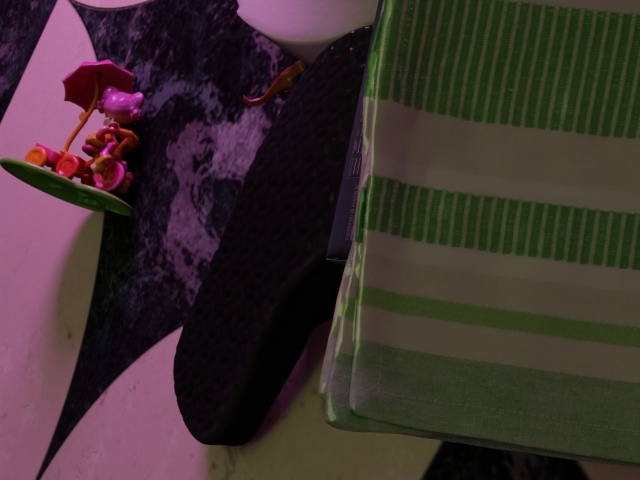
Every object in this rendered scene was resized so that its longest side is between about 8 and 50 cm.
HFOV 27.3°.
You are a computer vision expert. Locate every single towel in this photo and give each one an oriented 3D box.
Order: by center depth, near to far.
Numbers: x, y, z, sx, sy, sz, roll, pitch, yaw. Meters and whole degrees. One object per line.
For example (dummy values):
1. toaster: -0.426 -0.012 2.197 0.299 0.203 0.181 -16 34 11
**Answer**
1. towel: 0.139 -0.032 0.813 0.248 0.038 0.325 6 79 7

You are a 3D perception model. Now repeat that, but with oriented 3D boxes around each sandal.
1. sandal: -0.001 -0.001 1.118 0.446 0.107 0.167 -58 40 36

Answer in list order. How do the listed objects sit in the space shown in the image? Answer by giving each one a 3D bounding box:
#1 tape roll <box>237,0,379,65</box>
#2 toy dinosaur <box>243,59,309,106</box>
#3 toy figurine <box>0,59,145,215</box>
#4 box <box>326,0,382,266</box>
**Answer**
1. tape roll: 0.072 -0.328 1.142 0.392 0.072 0.392 -26 51 36
2. toy dinosaur: -0.019 -0.151 1.221 0.047 0.090 0.082 63 157 26
3. toy figurine: -0.251 -0.125 1.478 0.173 0.130 0.159 16 77 31
4. box: 0.108 -0.073 0.929 0.059 0.183 0.233 -2 72 51
